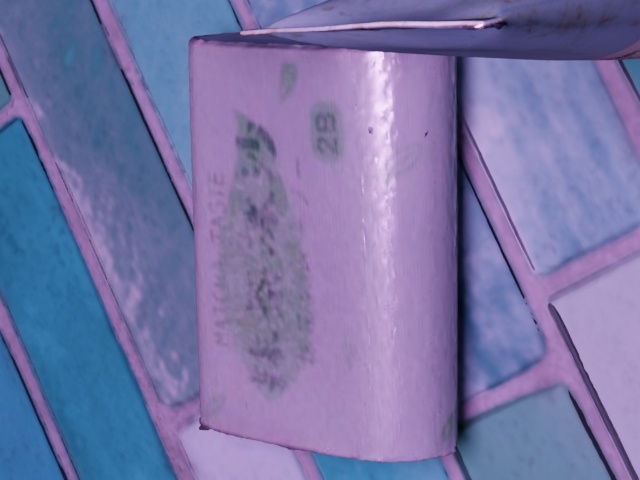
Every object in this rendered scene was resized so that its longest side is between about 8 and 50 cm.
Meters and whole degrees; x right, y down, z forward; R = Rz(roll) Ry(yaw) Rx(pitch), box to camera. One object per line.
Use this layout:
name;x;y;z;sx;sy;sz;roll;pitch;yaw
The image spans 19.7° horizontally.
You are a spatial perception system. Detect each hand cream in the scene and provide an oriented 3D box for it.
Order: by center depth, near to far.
hand cream;0.105;-0.107;0.780;0.111;0.312;0.070;4;101;36

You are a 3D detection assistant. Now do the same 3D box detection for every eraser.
eraser;0.000;0.000;1.032;0.174;0.081;0.227;7;104;38
